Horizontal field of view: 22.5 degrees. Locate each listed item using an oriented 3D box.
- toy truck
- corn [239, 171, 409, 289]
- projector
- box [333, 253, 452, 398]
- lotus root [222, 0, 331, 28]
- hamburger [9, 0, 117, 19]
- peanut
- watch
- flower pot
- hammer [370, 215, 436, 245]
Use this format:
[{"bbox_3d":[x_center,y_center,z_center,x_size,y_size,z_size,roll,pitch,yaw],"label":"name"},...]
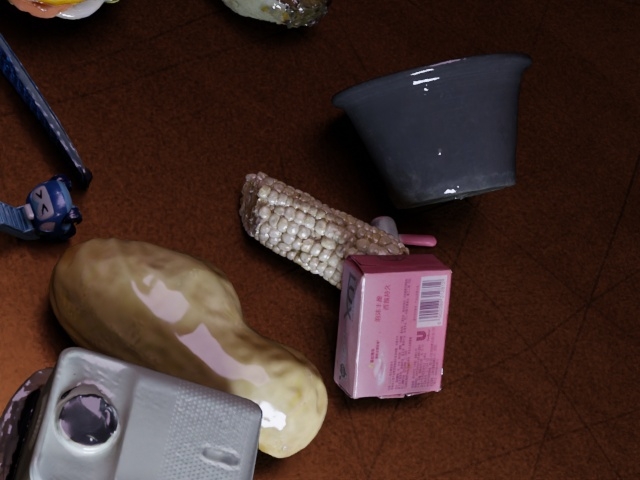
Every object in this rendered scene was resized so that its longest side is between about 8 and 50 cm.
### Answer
[{"bbox_3d":[-0.300,-0.028,1.684,0.090,0.073,0.056,-13,69,-27],"label":"toy truck"},{"bbox_3d":[0.000,0.000,1.780,0.211,0.087,0.087,26,57,-4],"label":"corn"},{"bbox_3d":[-0.193,0.216,1.537,0.243,0.177,0.163,18,57,-10],"label":"projector"},{"bbox_3d":[0.076,0.092,1.728,0.111,0.060,0.156,-2,108,-24],"label":"box"},{"bbox_3d":[-0.059,-0.308,1.929,0.143,0.070,0.144,-26,71,-36],"label":"lotus root"},{"bbox_3d":[-0.311,-0.356,1.813,0.237,0.147,0.237,13,46,-14],"label":"hamburger"},{"bbox_3d":[-0.129,0.098,1.647,0.319,0.147,0.147,33,57,1],"label":"peanut"},{"bbox_3d":[-0.393,-0.182,1.735,0.276,0.068,0.274,-1,63,-23],"label":"watch"},{"bbox_3d":[0.140,-0.118,1.839,0.235,0.235,0.148,-11,89,-25],"label":"flower pot"},{"bbox_3d":[0.097,-0.002,1.851,0.083,0.031,0.052,2,65,-27],"label":"hammer"}]
